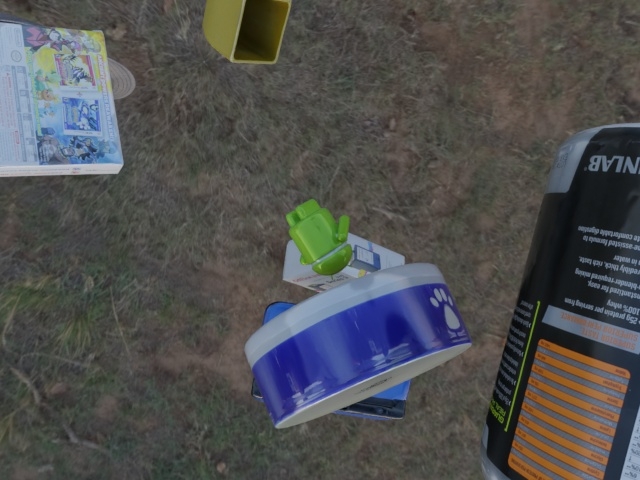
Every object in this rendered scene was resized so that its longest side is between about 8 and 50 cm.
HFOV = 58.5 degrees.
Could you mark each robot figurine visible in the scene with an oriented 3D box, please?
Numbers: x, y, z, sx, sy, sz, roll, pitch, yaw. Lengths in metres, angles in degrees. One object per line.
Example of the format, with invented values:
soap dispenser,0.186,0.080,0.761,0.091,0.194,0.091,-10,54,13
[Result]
robot figurine,0.000,0.000,0.816,0.101,0.067,0.115,-34,88,41

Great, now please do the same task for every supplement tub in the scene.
supplement tub,0.228,0.094,0.399,0.194,0.193,0.316,13,94,-15

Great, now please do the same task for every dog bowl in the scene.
dog bowl,0.047,0.134,0.709,0.265,0.265,0.104,-22,71,-4

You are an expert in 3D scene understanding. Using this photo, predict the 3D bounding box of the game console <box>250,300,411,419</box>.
game console,0.022,0.245,1.121,0.293,0.250,0.173,11,72,-3

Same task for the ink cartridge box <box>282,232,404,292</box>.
ink cartridge box,0.050,0.058,1.207,0.212,0.154,0.093,24,62,-34

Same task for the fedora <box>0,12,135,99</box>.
fedora,-0.450,-0.240,0.910,0.275,0.244,0.124,21,75,-34

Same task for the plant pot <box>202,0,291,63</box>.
plant pot,-0.101,-0.276,0.712,0.081,0.083,0.081,-18,136,-49

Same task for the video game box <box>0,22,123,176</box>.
video game box,-0.377,-0.189,0.767,0.187,0.048,0.205,-6,80,-30
